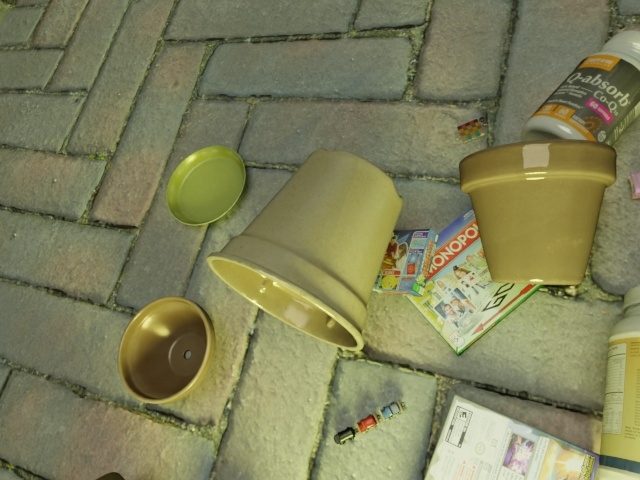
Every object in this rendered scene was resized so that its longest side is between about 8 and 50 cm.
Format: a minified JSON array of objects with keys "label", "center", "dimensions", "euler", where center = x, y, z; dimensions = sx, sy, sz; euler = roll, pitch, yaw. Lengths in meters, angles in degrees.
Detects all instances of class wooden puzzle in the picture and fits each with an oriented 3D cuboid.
[{"label":"wooden puzzle","center":[0.355,-0.258,1.147],"dimensions":[0.083,0.006,0.049],"euler":[-21,62,10]}]

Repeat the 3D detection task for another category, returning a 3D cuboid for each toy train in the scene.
[{"label":"toy train","center":[0.095,0.357,0.958],"dimensions":[0.158,0.036,0.027],"euler":[-31,61,5]}]

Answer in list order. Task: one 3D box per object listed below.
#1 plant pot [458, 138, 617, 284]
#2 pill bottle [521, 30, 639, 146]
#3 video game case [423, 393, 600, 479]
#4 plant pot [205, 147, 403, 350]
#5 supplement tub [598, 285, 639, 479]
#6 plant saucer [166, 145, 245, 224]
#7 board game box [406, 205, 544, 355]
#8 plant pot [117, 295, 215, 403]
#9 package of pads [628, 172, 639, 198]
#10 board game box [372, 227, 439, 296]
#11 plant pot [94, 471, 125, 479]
[{"label":"plant pot","center":[0.382,-0.037,0.876],"dimensions":[0.263,0.263,0.229],"euler":[0,87,20]},{"label":"pill bottle","center":[0.560,-0.279,0.994],"dimensions":[0.162,0.162,0.278],"euler":[40,85,29]},{"label":"video game case","center":[0.305,0.441,0.832],"dimensions":[0.244,0.061,0.269],"euler":[18,75,27]},{"label":"plant pot","center":[0.000,0.000,0.963],"dimensions":[0.334,0.334,0.305],"euler":[20,69,26]},{"label":"supplement tub","center":[0.558,0.241,0.732],"dimensions":[0.228,0.228,0.316],"euler":[8,71,23]},{"label":"plant saucer","center":[-0.304,-0.145,1.320],"dimensions":[0.241,0.037,0.241],"euler":[-7,66,17]},{"label":"board game box","center":[0.330,0.052,1.001],"dimensions":[0.317,0.046,0.213],"euler":[-40,61,0]},{"label":"plant pot","center":[-0.331,0.255,1.116],"dimensions":[0.237,0.110,0.237],"euler":[-8,64,17]},{"label":"package of pads","center":[0.657,-0.110,0.959],"dimensions":[0.083,0.032,0.050],"euler":[-4,69,18]},{"label":"board game box","center":[0.143,0.044,1.026],"dimensions":[0.201,0.035,0.136],"euler":[-1,65,51]},{"label":"plant pot","center":[-0.393,0.647,0.881],"dimensions":[0.280,0.323,0.323],"euler":[33,82,12]}]
